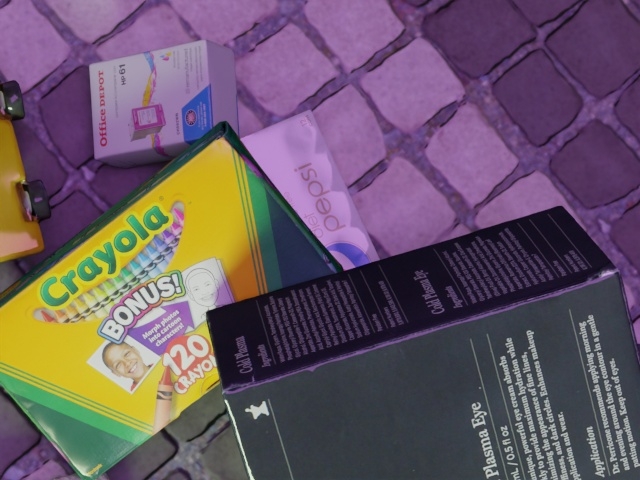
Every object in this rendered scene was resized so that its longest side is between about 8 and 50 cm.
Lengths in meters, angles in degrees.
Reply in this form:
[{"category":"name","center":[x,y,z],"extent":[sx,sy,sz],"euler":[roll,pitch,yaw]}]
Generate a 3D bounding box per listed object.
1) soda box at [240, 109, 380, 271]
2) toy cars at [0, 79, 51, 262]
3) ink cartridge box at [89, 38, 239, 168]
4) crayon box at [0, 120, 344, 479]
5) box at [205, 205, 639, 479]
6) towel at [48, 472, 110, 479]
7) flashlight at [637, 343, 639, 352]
[{"category":"soda box","center":[0.000,0.000,1.746],"extent":[0.074,0.069,0.216],"euler":[-24,85,-10]},{"category":"toy cars","center":[-0.384,-0.116,1.713],"extent":[0.394,0.087,0.176],"euler":[33,73,2]},{"category":"ink cartridge box","center":[-0.137,-0.118,1.727],"extent":[0.122,0.052,0.088],"euler":[-10,79,27]},{"category":"crayon box","center":[-0.137,0.050,1.660],"extent":[0.278,0.081,0.165],"euler":[-38,101,6]},{"category":"box","center":[0.105,0.190,1.592],"extent":[0.313,0.179,0.343],"euler":[-16,109,-3]},{"category":"towel","center":[-0.298,0.305,1.669],"extent":[0.282,0.049,0.187],"euler":[-11,83,-9]},{"category":"flashlight","center":[0.264,0.131,1.741],"extent":[0.304,0.103,0.103],"euler":[1,76,-8]}]
